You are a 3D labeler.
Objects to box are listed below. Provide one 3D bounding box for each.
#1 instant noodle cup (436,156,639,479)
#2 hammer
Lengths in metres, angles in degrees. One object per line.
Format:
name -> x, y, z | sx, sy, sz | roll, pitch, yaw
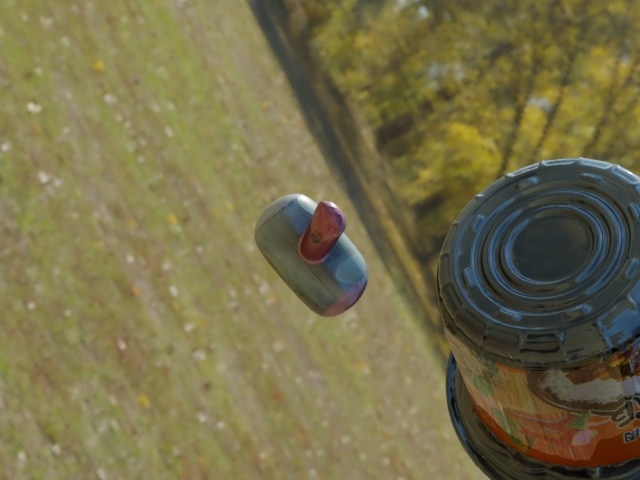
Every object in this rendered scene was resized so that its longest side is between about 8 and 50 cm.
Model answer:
instant noodle cup -> 0.137, 0.037, 0.797 | 0.208, 0.177, 0.125 | 57, -2, 43
hammer -> 0.000, 0.000, 0.581 | 0.052, 0.031, 0.083 | 47, -14, 4
